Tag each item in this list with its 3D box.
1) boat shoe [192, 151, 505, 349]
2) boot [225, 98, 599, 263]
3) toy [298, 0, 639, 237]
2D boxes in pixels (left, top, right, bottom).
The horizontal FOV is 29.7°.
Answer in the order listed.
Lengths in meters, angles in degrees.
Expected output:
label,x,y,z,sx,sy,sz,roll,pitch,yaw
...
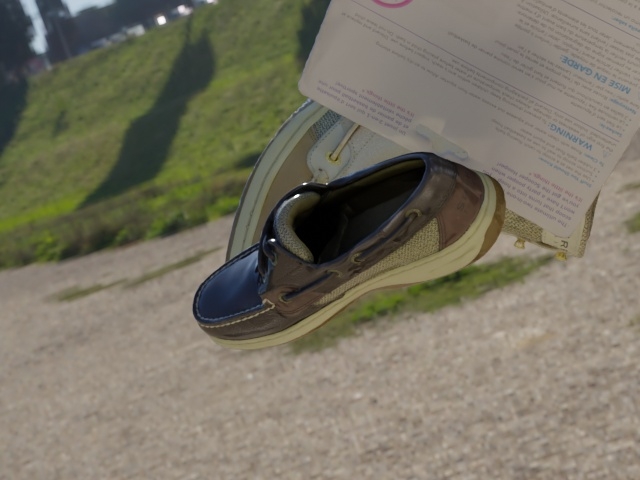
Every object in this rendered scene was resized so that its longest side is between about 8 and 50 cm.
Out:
label,x,y,z,sx,sy,sz,roll,pitch,yaw
boat shoe,0.000,0.000,0.487,0.152,0.049,0.056,-26,43,32
boot,0.058,-0.020,0.634,0.165,0.077,0.213,20,57,18
toy,0.096,-0.130,0.474,0.056,0.137,0.237,-51,-11,-51
